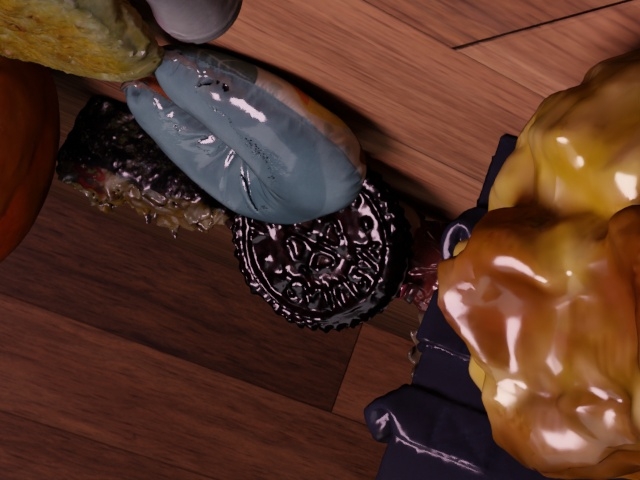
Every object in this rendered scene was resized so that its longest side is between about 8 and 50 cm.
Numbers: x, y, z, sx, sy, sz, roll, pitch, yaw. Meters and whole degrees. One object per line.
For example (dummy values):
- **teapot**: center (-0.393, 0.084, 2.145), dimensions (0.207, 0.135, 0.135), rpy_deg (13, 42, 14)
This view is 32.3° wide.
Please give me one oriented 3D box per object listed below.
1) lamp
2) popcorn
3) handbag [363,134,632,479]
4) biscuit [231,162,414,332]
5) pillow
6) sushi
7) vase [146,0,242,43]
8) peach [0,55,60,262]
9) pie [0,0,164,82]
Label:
- **lamp**: center (0.035, -0.010, 1.171), dimensions (0.253, 0.118, 0.118), rpy_deg (25, 172, -8)
- **popcorn**: center (0.225, 0.018, 0.541), dimensions (0.332, 0.225, 0.265), rpy_deg (0, -171, -14)
- **handbag**: center (0.213, 0.110, 0.805), dimensions (0.329, 0.303, 0.122), rpy_deg (19, 169, 10)
- **biscuit**: center (0.000, 0.000, 1.077), dimensions (0.194, 0.195, 0.053), rpy_deg (17, -159, 20)
- **pillow**: center (-0.067, -0.088, 0.945), dimensions (0.214, 0.086, 0.233), rpy_deg (32, 167, -14)
- **sushi**: center (-0.182, -0.074, 1.234), dimensions (0.212, 0.115, 0.147), rpy_deg (18, 171, 10)
- **vase**: center (-0.097, -0.161, 0.568), dimensions (0.086, 0.086, 0.214), rpy_deg (18, 177, 15)
- **peach**: center (-0.427, -0.086, 1.072), dimensions (0.342, 0.302, 0.343), rpy_deg (19, 171, 3)
- **pie**: center (-0.242, -0.187, 0.789), dimensions (0.277, 0.079, 0.277), rpy_deg (14, 172, 2)
